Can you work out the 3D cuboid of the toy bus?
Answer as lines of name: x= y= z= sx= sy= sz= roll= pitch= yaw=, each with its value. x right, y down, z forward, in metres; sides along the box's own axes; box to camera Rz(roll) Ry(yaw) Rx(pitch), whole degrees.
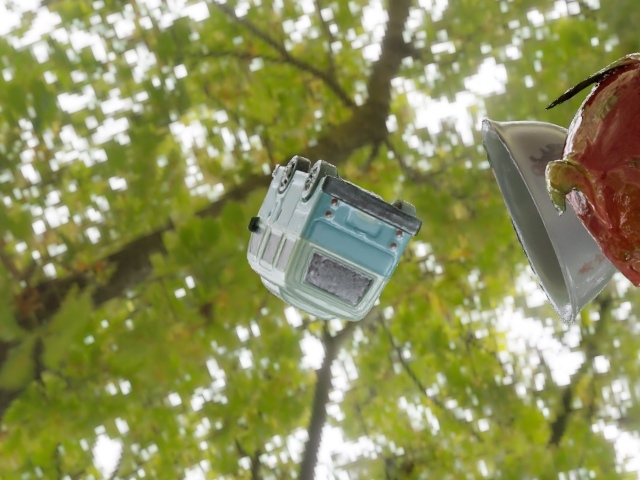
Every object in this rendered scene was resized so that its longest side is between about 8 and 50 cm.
toy bus: x=0.000 y=0.000 z=1.642 sx=0.164 sy=0.133 sz=0.271 roll=-65 pitch=-165 yaw=0

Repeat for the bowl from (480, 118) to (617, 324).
bowl: x=0.382 y=-0.057 z=2.116 sx=0.157 sy=0.345 sz=0.345 roll=-23 pitch=-151 yaw=2

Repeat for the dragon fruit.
dragon fruit: x=0.399 y=-0.073 z=1.713 sx=0.189 sy=0.290 sz=0.290 roll=-35 pitch=-156 yaw=19
